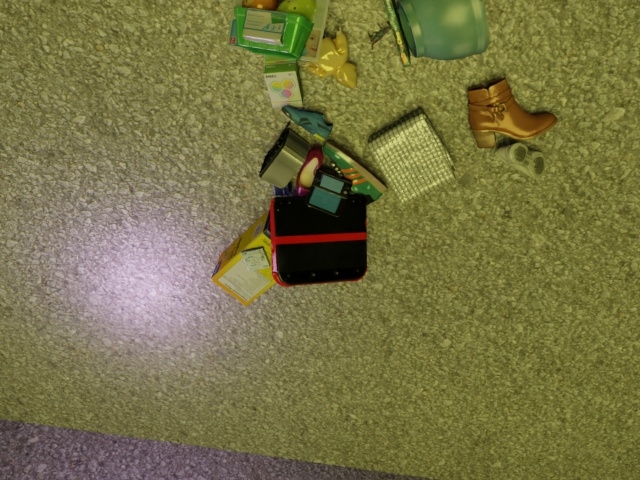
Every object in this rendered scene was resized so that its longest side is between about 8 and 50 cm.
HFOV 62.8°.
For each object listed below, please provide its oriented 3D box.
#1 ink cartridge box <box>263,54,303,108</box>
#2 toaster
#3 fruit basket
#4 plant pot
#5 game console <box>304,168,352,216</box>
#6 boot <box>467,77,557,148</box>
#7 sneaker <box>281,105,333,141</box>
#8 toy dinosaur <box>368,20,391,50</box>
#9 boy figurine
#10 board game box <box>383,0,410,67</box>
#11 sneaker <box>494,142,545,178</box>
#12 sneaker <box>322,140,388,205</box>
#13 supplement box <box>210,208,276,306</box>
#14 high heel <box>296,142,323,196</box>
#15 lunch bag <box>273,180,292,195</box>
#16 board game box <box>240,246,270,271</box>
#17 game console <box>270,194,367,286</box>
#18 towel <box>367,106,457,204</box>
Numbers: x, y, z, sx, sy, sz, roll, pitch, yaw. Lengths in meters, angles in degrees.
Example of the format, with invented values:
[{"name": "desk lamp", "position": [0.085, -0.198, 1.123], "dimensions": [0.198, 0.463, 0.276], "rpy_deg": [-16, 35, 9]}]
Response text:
[{"name": "ink cartridge box", "position": [-0.126, -0.544, 1.762], "dimensions": [0.109, 0.062, 0.209], "rpy_deg": [-2, 146, 7]}, {"name": "toaster", "position": [-0.130, -0.305, 1.903], "dimensions": [0.110, 0.168, 0.185], "rpy_deg": [31, 121, -18]}, {"name": "fruit basket", "position": [-0.124, -0.736, 1.566], "dimensions": [0.327, 0.165, 0.353], "rpy_deg": [16, 107, 18]}, {"name": "plant pot", "position": [0.342, -0.656, 1.536], "dimensions": [0.196, 0.293, 0.293], "rpy_deg": [-21, 119, 7]}, {"name": "game console", "position": [0.029, -0.174, 1.920], "dimensions": [0.144, 0.085, 0.124], "rpy_deg": [22, 142, 1]}, {"name": "boot", "position": [0.647, -0.452, 1.785], "dimensions": [0.283, 0.109, 0.220], "rpy_deg": [-10, 118, 20]}, {"name": "sneaker", "position": [-0.044, -0.432, 1.852], "dimensions": [0.209, 0.069, 0.082], "rpy_deg": [27, 106, -34]}, {"name": "toy dinosaur", "position": [0.198, -0.681, 1.715], "dimensions": [0.082, 0.047, 0.090], "rpy_deg": [-16, 154, 5]}, {"name": "boy figurine", "position": [0.024, -0.620, 1.727], "dimensions": [0.285, 0.092, 0.177], "rpy_deg": [36, 119, -18]}, {"name": "board game box", "position": [0.234, -0.686, 1.638], "dimensions": [0.030, 0.136, 0.259], "rpy_deg": [-15, 120, 16]}, {"name": "sneaker", "position": [0.717, -0.293, 1.887], "dimensions": [0.232, 0.115, 0.090], "rpy_deg": [24, 89, -34]}, {"name": "sneaker", "position": [0.109, -0.242, 1.947], "dimensions": [0.302, 0.108, 0.121], "rpy_deg": [37, 106, -19]}, {"name": "supplement box", "position": [-0.248, 0.066, 2.137], "dimensions": [0.194, 0.195, 0.356], "rpy_deg": [41, 117, -20]}, {"name": "high heel", "position": [-0.041, -0.238, 1.965], "dimensions": [0.082, 0.117, 0.244], "rpy_deg": [20, 122, -8]}, {"name": "lunch bag", "position": [-0.144, -0.216, 2.019], "dimensions": [0.065, 0.067, 0.098], "rpy_deg": [-2, 124, 7]}, {"name": "board game box", "position": [-0.248, 0.071, 2.011], "dimensions": [0.090, 0.020, 0.090], "rpy_deg": [-11, 120, 12]}, {"name": "game console", "position": [0.000, 0.000, 2.006], "dimensions": [0.387, 0.060, 0.342], "rpy_deg": [-3, 93, -20]}, {"name": "towel", "position": [0.334, -0.303, 1.892], "dimensions": [0.235, 0.121, 0.283], "rpy_deg": [-28, 115, 19]}]
